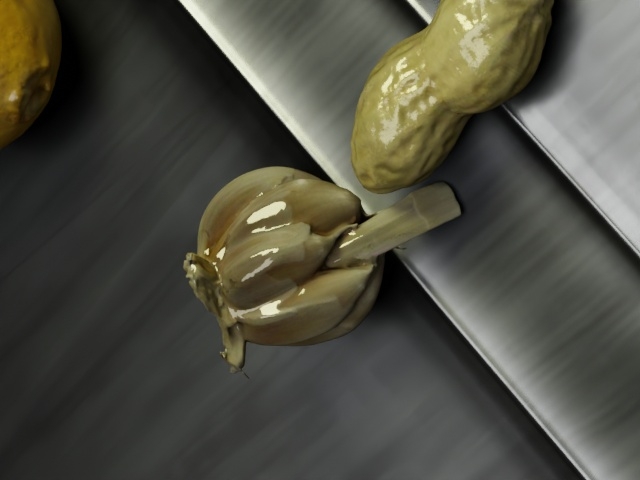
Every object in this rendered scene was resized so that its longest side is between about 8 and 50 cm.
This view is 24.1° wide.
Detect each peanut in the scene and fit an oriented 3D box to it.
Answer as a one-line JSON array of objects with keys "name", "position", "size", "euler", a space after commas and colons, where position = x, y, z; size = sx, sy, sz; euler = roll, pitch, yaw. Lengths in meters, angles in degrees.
[{"name": "peanut", "position": [0.082, -0.105, 0.985], "size": [0.187, 0.082, 0.082], "euler": [-44, 74, 26]}]

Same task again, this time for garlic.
[{"name": "garlic", "position": [0.000, 0.000, 1.049], "size": [0.194, 0.127, 0.131], "euler": [-30, 100, 7]}]

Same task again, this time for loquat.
[{"name": "loquat", "position": [-0.310, -0.163, 1.180], "size": [0.234, 0.176, 0.187], "euler": [37, 99, 19]}]
